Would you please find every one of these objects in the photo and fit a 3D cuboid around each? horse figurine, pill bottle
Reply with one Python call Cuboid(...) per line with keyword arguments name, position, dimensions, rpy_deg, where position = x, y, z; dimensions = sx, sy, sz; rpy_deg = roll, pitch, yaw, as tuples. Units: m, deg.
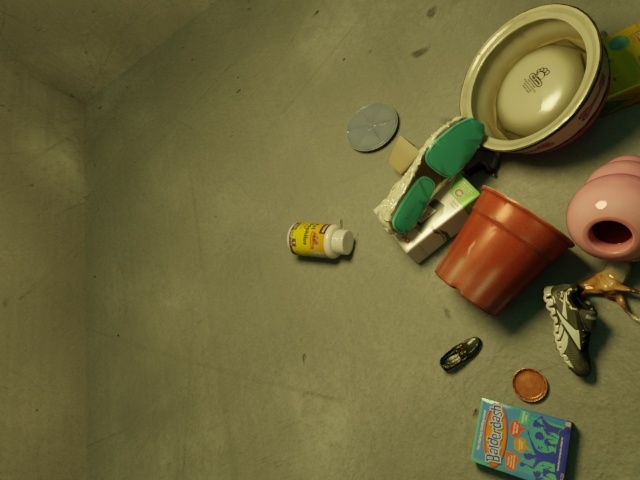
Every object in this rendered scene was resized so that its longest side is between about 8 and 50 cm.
Cuboid(name="horse figurine", position=(0.756, 0.076, 1.159), dimensions=(0.263, 0.066, 0.174), rpy_deg=(-60, 37, 6))
Cuboid(name="pill bottle", position=(0.000, 0.000, 1.615), dimensions=(0.215, 0.117, 0.117), rpy_deg=(4, 73, 32))

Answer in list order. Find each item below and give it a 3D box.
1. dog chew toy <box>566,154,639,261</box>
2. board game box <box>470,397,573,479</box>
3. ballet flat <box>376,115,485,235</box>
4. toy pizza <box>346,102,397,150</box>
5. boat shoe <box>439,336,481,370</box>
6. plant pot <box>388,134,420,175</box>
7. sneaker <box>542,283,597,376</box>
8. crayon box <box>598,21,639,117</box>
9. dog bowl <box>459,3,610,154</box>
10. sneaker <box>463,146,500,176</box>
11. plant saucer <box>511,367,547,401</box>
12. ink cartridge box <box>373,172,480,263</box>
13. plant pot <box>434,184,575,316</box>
Cuboid(name="dog chew toy", position=(0.728, -0.097, 1.146), dimensions=(0.207, 0.206, 0.332), rpy_deg=(12, 40, 34))
Cuboid(name="board game box", position=(0.492, 0.495, 1.163), dimensions=(0.210, 0.047, 0.160), rpy_deg=(6, 74, 33))
Cuboid(name="ballet flat", position=(0.298, -0.199, 1.377), dimensions=(0.409, 0.147, 0.147), rpy_deg=(-51, 54, 3))
Cuboid(name="toy pizza", position=(0.188, -0.410, 1.726), dimensions=(0.201, 0.032, 0.201), rpy_deg=(-12, 64, 25))
Cuboid(name="boat shoe", position=(0.387, 0.311, 1.306), dimensions=(0.133, 0.042, 0.049), rpy_deg=(-40, 54, 9))
Cuboid(name="plant pot", position=(0.290, -0.266, 1.567), dimensions=(0.096, 0.109, 0.109), rpy_deg=(-51, 54, 18))
Cuboid(name="sneaker", position=(0.627, 0.211, 1.155), dimensions=(0.106, 0.078, 0.234), rpy_deg=(-33, 59, 50))
Cuboid(name="crayon box", position=(0.820, -0.470, 1.346), dimensions=(0.319, 0.081, 0.202), rpy_deg=(-21, 60, 23))
Cuboid(name="dog bowl", position=(0.603, -0.426, 1.329), dimensions=(0.408, 0.150, 0.407), rpy_deg=(-22, 62, 49))
Cuboid(name="sneaker", position=(0.440, -0.250, 1.483), dimensions=(0.224, 0.083, 0.098), rpy_deg=(7, 79, 32))
Cuboid(name="plant saucer", position=(0.535, 0.369, 1.211), dimensions=(0.084, 0.013, 0.083), rpy_deg=(-12, 64, 27))
Cuboid(name="ink cartridge box", position=(0.333, -0.094, 1.458), dimensions=(0.273, 0.115, 0.198), rpy_deg=(-40, 55, 11))
Cuboid(name="plant pot", position=(0.463, 0.039, 1.255), dimensions=(0.272, 0.272, 0.265), rpy_deg=(43, 103, 36))
